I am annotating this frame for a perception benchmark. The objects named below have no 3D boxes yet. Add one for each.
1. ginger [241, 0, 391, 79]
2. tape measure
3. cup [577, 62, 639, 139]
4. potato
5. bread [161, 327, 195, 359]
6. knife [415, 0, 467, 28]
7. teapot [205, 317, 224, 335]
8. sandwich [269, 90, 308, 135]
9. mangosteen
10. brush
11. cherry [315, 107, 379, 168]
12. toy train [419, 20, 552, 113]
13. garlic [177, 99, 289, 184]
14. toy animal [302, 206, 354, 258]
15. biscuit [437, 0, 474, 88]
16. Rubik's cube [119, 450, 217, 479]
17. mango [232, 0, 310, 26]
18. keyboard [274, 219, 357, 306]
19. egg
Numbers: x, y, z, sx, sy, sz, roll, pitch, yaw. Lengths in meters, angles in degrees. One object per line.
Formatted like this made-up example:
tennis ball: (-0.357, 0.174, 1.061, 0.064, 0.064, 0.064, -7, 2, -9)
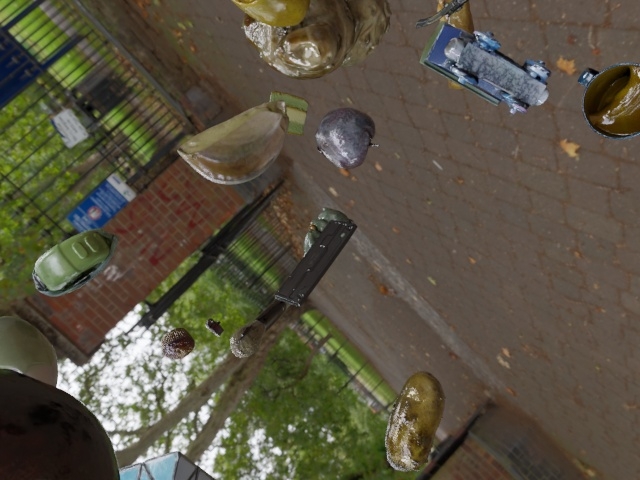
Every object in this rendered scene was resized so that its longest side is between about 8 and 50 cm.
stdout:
ginger: (-0.011, -0.386, 0.922, 0.256, 0.375, 0.176, 13, 127, 7)
tape measure: (-0.563, 0.052, 1.178, 0.106, 0.200, 0.175, 56, -168, -5)
cup: (0.507, -0.244, 0.842, 0.113, 0.138, 0.150, -30, 79, 45)
potato: (0.077, 0.150, 0.425, 0.040, 0.083, 0.051, 21, 167, -6)
bread: (-0.367, 0.271, 1.320, 0.053, 0.085, 0.085, 48, 176, 44)
knife: (0.333, -0.581, 1.256, 0.021, 0.222, 0.045, -37, -69, -57)
teapot: (-0.368, 0.299, 1.787, 0.068, 0.045, 0.100, 25, 156, 31)
sandwich: (-0.141, -0.395, 1.586, 0.144, 0.117, 0.187, 6, -170, -34)
mangosteen: (-0.370, 0.290, 0.534, 0.300, 0.300, 0.300, 44, 172, 8)
brush: (-0.059, 0.097, 0.839, 0.042, 0.039, 0.299, 58, -146, -8)
cherry: (0.079, -0.328, 1.612, 0.195, 0.195, 0.195, 44, 172, 8)
toy train: (0.402, -0.414, 1.228, 0.300, 0.131, 0.202, 19, -159, -25)
garlic: (-0.129, -0.152, 0.854, 0.087, 0.196, 0.101, 52, 165, 46)
toy animal: (0.001, -0.002, 1.711, 0.125, 0.251, 0.127, 46, 143, -15)
biscuit: (0.410, -0.604, 1.525, 0.296, 0.102, 0.296, -7, -90, -79)
Rubik's cube: (-0.328, 0.544, 1.027, 0.228, 0.233, 0.228, 57, 163, -11)
mango: (-0.093, -0.364, 0.564, 0.167, 0.130, 0.262, -26, -86, -60)
keyboard: (-0.005, 0.029, 0.727, 0.053, 0.155, 0.010, 14, 145, 40)
egg: (-0.615, 0.263, 1.006, 0.217, 0.183, 0.183, 53, 174, 13)
